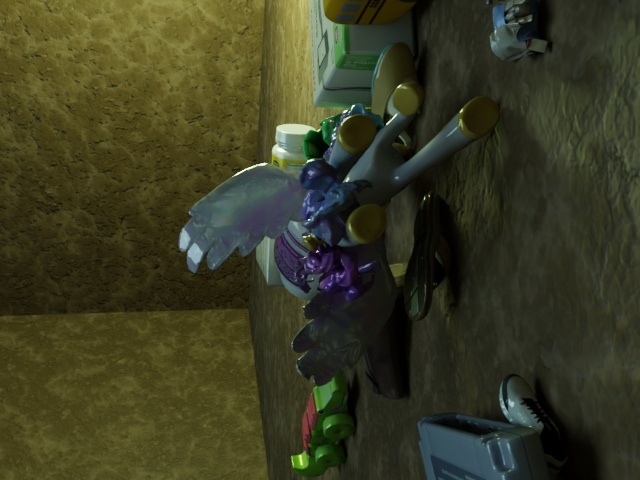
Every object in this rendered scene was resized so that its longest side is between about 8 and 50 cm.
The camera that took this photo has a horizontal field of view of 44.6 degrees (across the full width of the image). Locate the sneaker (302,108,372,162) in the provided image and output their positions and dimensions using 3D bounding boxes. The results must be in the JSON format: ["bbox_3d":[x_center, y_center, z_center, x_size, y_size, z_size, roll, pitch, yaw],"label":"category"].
[{"bbox_3d":[0.023,-0.177,1.467,0.295,0.124,0.109,125,143,-74],"label":"sneaker"}]

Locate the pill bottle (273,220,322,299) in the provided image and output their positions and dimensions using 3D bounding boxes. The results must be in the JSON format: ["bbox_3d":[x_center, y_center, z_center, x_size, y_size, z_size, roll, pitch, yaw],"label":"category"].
[{"bbox_3d":[0.000,0.000,1.484,0.301,0.169,0.169,110,157,-62],"label":"pill bottle"}]

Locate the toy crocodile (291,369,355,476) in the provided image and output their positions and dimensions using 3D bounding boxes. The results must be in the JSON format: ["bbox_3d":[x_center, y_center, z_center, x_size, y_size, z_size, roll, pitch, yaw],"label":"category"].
[{"bbox_3d":[0.004,0.393,1.671,0.340,0.105,0.115,101,164,-47],"label":"toy crocodile"}]

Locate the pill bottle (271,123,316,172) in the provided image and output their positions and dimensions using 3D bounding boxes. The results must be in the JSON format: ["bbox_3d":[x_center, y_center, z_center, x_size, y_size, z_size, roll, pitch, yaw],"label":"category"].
[{"bbox_3d":[-0.066,-0.181,1.973,0.119,0.119,0.208,-114,26,-65],"label":"pill bottle"}]

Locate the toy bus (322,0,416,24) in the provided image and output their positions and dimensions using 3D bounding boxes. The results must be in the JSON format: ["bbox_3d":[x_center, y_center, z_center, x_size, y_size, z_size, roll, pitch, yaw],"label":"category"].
[{"bbox_3d":[0.094,-0.386,0.974,0.333,0.130,0.108,141,126,-77],"label":"toy bus"}]

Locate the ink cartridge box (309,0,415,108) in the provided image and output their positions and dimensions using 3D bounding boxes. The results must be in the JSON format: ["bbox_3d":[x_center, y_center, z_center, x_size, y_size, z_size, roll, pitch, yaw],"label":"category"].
[{"bbox_3d":[0.059,-0.347,1.275,0.273,0.115,0.198,144,125,-77],"label":"ink cartridge box"}]

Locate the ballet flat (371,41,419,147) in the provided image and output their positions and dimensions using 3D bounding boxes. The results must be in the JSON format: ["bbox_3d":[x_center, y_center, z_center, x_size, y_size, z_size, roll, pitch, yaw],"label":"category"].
[{"bbox_3d":[0.116,-0.181,1.163,0.073,0.080,0.232,46,147,33],"label":"ballet flat"}]

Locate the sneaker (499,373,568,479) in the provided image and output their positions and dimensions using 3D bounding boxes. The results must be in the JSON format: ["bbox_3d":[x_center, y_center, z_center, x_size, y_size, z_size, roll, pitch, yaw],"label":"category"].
[{"bbox_3d":[0.206,0.173,0.745,0.043,0.040,0.109,108,151,-49],"label":"sneaker"}]

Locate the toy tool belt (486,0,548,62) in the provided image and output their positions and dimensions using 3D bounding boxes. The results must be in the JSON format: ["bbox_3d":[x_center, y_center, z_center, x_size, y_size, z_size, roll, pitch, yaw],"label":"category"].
[{"bbox_3d":[0.196,-0.218,0.757,0.051,0.052,0.083,-7,86,48],"label":"toy tool belt"}]

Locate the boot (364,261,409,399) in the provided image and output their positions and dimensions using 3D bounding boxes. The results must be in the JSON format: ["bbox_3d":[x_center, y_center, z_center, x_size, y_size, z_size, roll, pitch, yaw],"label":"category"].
[{"bbox_3d":[0.110,0.144,1.216,0.248,0.090,0.206,156,101,-77],"label":"boot"}]

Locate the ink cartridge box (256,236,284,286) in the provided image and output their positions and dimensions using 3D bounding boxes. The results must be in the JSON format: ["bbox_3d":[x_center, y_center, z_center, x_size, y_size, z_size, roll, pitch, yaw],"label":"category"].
[{"bbox_3d":[-0.050,-0.008,1.757,0.232,0.168,0.171,-131,42,-73],"label":"ink cartridge box"}]

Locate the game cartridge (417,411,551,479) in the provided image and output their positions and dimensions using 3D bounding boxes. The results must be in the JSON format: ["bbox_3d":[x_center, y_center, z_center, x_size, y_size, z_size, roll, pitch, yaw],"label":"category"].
[{"bbox_3d":[0.172,0.280,0.784,0.297,0.062,0.198,129,124,-79],"label":"game cartridge"}]

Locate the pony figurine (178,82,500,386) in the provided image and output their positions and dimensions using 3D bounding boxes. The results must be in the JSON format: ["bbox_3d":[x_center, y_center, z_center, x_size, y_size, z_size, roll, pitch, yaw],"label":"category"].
[{"bbox_3d":[0.030,-0.033,0.989,0.303,0.351,0.363,46,164,2],"label":"pony figurine"}]

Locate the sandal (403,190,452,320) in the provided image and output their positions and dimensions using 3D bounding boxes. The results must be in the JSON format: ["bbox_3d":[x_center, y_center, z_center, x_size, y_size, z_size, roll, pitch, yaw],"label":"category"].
[{"bbox_3d":[0.148,0.020,1.031,0.072,0.049,0.180,128,156,-63],"label":"sandal"}]
